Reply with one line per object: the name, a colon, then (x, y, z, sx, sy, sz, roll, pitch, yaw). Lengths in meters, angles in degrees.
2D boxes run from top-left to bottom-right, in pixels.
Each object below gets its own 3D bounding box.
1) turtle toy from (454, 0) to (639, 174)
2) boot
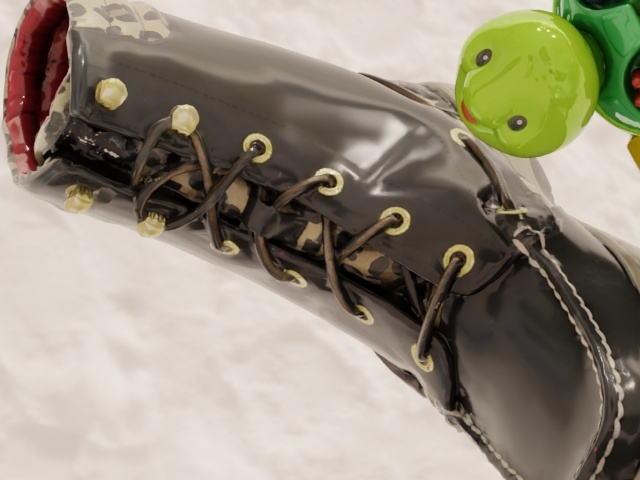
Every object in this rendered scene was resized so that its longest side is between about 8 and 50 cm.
turtle toy: (0.101, -0.065, 0.597, 0.130, 0.066, 0.095, -27, 84, 1)
boot: (-0.001, 0.001, 0.617, 0.085, 0.179, 0.236, -65, 26, 22)
